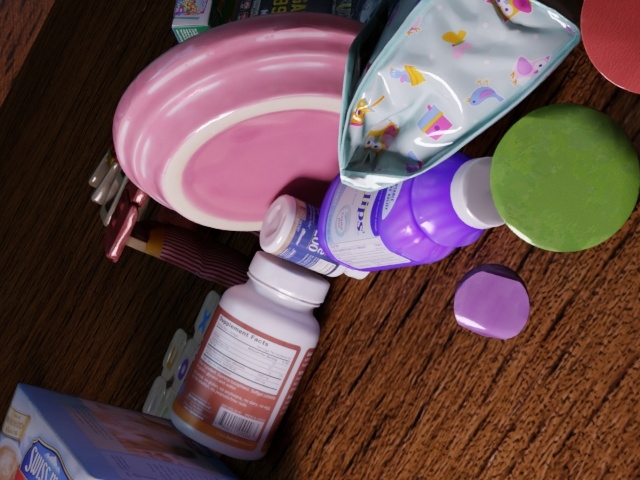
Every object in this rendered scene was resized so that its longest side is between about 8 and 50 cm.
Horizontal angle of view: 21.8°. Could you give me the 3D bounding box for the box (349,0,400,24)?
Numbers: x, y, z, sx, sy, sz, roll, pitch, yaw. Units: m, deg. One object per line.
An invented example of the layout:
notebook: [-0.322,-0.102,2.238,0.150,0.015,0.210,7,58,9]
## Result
box: [0.108,-0.260,1.843,0.156,0.093,0.158,-39,38,49]

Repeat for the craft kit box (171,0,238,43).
craft kit box: [-0.123,-0.311,2.249,0.250,0.061,0.246,66,-156,-57]

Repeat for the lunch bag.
lunch bag: [0.120,-0.176,1.577,0.262,0.160,0.223,-46,8,26]

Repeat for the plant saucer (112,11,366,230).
plant saucer: [-0.053,-0.110,1.783,0.332,0.332,0.084,-45,48,43]

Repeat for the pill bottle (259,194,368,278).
pill bottle: [0.000,0.000,1.813,0.067,0.120,0.067,-46,32,41]

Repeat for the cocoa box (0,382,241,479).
cocoa box: [-0.234,0.331,1.863,0.347,0.231,0.228,28,100,64]

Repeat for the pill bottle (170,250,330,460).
pill bottle: [-0.074,0.127,1.865,0.216,0.121,0.121,-65,23,6]

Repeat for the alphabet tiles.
alphabet tiles: [-0.164,0.208,2.117,0.278,0.021,0.284,-67,23,3]

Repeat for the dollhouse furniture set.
dollhouse furniture set: [-0.170,-0.057,2.156,0.152,0.201,0.374,-64,17,11]

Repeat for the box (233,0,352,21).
box: [-0.026,-0.199,2.002,0.183,0.056,0.231,-2,61,23]

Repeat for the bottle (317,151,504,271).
bottle: [0.096,-0.034,1.668,0.283,0.092,0.118,-9,60,64]

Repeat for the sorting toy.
sorting toy: [0.223,-0.083,1.457,0.365,0.127,0.126,-62,0,11]
